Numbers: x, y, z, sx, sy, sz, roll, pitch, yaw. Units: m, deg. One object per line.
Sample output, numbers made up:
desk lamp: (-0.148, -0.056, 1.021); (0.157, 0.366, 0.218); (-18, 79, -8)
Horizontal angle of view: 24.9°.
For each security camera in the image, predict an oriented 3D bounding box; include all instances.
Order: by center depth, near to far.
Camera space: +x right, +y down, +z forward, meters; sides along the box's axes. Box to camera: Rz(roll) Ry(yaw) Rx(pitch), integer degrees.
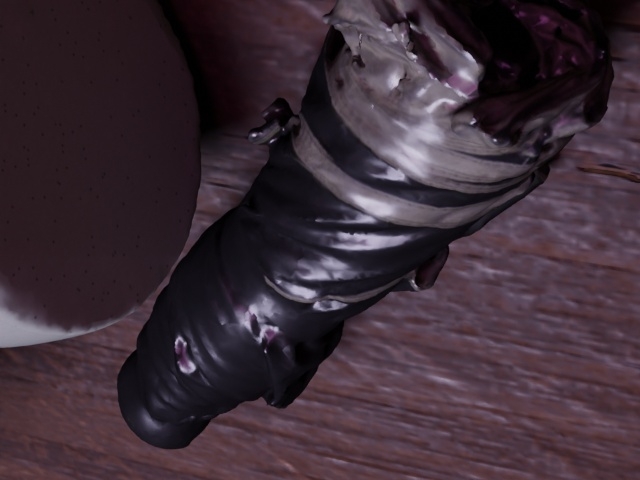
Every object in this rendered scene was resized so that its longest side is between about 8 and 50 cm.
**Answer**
security camera: (-0.198, -0.041, 0.675); (0.236, 0.194, 0.194); (-4, 119, 35)

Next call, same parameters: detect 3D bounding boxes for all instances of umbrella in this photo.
umbrella: (-0.002, -0.005, 0.668); (0.113, 0.106, 0.357); (47, 137, 4)
